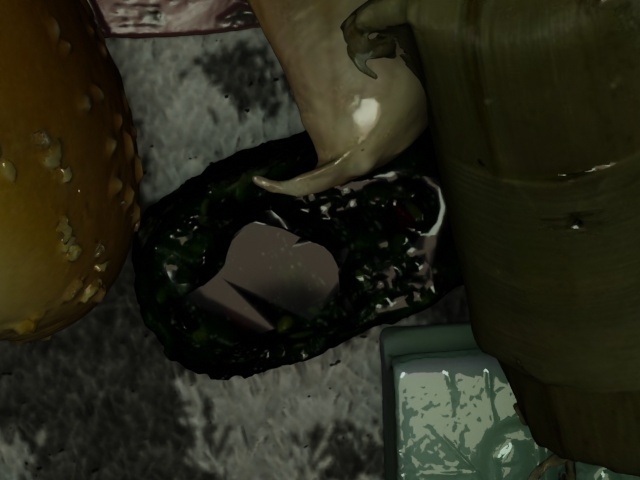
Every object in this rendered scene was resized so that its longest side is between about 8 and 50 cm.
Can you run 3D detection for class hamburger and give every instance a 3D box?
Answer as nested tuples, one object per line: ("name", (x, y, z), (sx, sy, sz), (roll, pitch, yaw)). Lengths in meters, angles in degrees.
("hamburger", (-0.265, -0.088, 1.022), (0.268, 0.287, 0.445), (-20, 109, 8))

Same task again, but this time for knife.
("knife", (-0.145, -0.137, 1.177), (0.247, 0.018, 0.035), (-2, 97, -9))

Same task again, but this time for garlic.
("garlic", (0.003, -0.137, 1.097), (0.164, 0.245, 0.145), (-11, 149, -20))

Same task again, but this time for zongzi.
("zongzi", (0.197, -0.056, 1.115), (0.181, 0.418, 0.447), (9, 135, 27))

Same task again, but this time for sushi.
("sushi", (0.000, 0.000, 1.169), (0.225, 0.127, 0.124), (-21, 103, -3))

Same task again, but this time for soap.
("soap", (0.156, 0.125, 1.236), (0.230, 0.091, 0.145), (-4, 104, -5))
